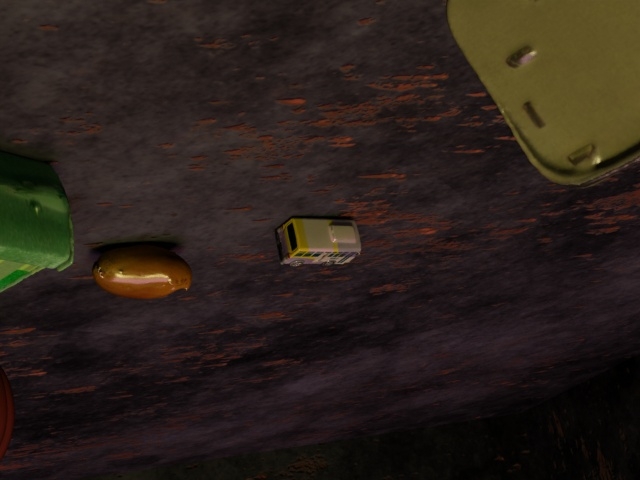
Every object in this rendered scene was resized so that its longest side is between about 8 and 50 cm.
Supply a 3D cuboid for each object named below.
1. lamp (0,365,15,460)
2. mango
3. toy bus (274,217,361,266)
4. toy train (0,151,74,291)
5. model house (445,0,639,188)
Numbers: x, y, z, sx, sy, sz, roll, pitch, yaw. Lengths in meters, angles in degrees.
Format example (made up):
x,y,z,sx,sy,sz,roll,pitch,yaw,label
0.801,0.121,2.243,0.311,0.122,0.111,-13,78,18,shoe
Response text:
x,y,z,sx,sy,sz,roll,pitch,yaw,label
-0.524,0.221,1.457,0.303,0.257,0.303,-11,163,-3,lamp
-0.215,0.036,1.446,0.127,0.063,0.077,4,159,-31,mango
0.000,0.000,1.515,0.102,0.052,0.058,1,157,-32,toy bus
-0.387,-0.013,1.103,0.202,0.120,0.301,-28,157,27,toy train
0.274,-0.205,1.003,0.218,0.205,0.278,-28,-174,39,model house
